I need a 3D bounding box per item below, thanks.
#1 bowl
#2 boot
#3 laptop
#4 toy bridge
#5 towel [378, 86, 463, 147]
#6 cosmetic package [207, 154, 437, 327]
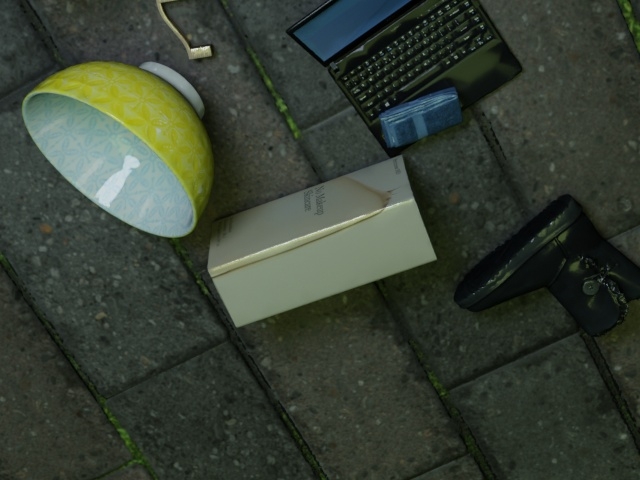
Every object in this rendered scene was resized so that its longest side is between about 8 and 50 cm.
[{"bbox_3d":[-0.252,-0.155,1.503,0.289,0.289,0.156,41,64,-15],"label":"bowl"},{"bbox_3d":[0.357,0.079,1.649,0.246,0.094,0.207,-41,103,8],"label":"boot"},{"bbox_3d":[0.123,-0.261,1.490,0.234,0.136,0.264,-33,108,13],"label":"laptop"},{"bbox_3d":[-0.199,-0.347,1.513,0.063,0.026,0.188,-9,111,5],"label":"toy bridge"},{"bbox_3d":[0.146,-0.173,1.550,0.119,0.029,0.067,-21,136,0],"label":"towel"},{"bbox_3d":[0.000,0.000,1.578,0.310,0.160,0.113,-21,117,7],"label":"cosmetic package"}]
